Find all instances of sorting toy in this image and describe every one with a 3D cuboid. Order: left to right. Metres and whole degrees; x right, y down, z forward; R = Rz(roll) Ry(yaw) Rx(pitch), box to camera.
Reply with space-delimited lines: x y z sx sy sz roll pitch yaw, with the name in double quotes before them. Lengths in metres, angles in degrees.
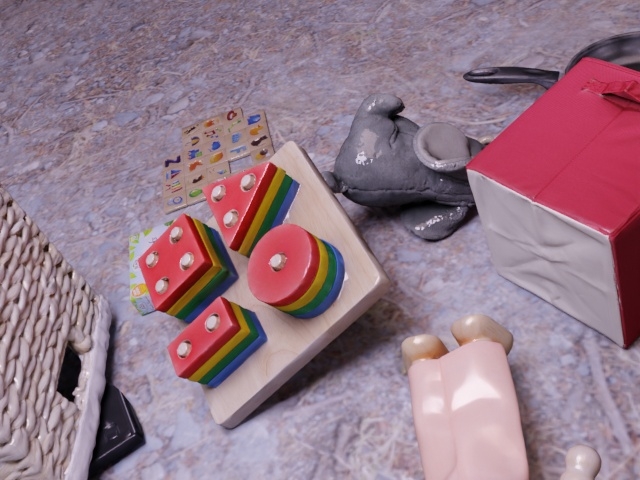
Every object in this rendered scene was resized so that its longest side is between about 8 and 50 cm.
"sorting toy" -0.088 0.032 0.819 0.255 0.089 0.257 -43 48 14

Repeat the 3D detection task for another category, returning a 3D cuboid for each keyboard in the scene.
"keyboard" -0.341 0.301 0.791 0.317 0.033 0.201 -33 36 -10

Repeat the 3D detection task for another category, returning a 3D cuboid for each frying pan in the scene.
"frying pan" 0.384 -0.215 1.002 0.326 0.053 0.197 -15 42 8

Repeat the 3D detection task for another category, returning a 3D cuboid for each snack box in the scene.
"snack box" -0.223 0.032 1.019 0.100 0.037 0.141 -22 41 2

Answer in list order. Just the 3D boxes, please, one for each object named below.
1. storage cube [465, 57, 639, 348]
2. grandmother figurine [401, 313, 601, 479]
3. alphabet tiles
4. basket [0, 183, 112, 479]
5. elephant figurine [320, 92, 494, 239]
"storage cube" 0.297 -0.044 0.744 0.193 0.215 0.183 -42 45 -12
"grandmother figurine" 0.144 0.228 0.611 0.207 0.104 0.343 -33 36 32
"alphabet tiles" -0.180 -0.151 1.218 0.198 0.009 0.237 -20 41 3
"basket" -0.456 0.151 0.799 0.331 0.266 0.328 -21 36 7
"elephant figurine" 0.152 -0.091 0.912 0.239 0.169 0.186 22 85 21
